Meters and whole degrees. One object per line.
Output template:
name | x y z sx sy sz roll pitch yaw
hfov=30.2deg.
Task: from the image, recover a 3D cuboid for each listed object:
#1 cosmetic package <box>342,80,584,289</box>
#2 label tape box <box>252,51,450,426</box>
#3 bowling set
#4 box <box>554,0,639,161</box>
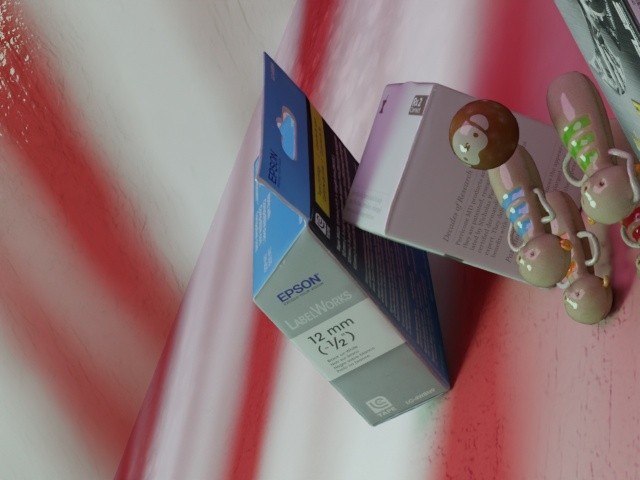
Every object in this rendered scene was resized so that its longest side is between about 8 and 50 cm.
cosmetic package | 0.143 -0.056 1.168 0.151 0.183 0.152 -157 84 -75
label tape box | 0.000 0.000 1.302 0.115 0.348 0.249 -30 33 19
bowling set | 0.196 -0.028 0.926 0.287 0.199 0.154 119 142 -52
box | 0.223 -0.077 0.710 0.056 0.231 0.183 -31 16 5
